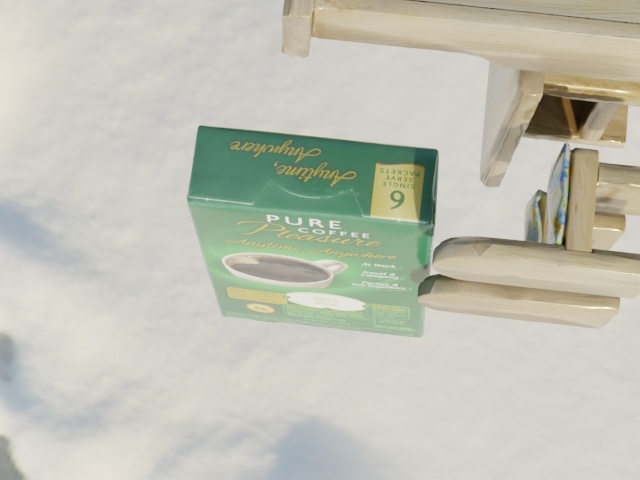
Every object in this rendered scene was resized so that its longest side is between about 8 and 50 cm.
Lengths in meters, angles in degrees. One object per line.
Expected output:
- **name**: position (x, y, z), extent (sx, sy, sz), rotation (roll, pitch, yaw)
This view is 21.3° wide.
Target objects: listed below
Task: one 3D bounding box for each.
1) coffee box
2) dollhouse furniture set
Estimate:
- **coffee box**: position (0.000, 0.000, 0.825), extent (0.113, 0.184, 0.040), rotation (6, 72, 5)
- **dollhouse furniture set**: position (0.069, -0.093, 0.728), extent (0.161, 0.242, 0.212), rotation (6, 76, 0)
